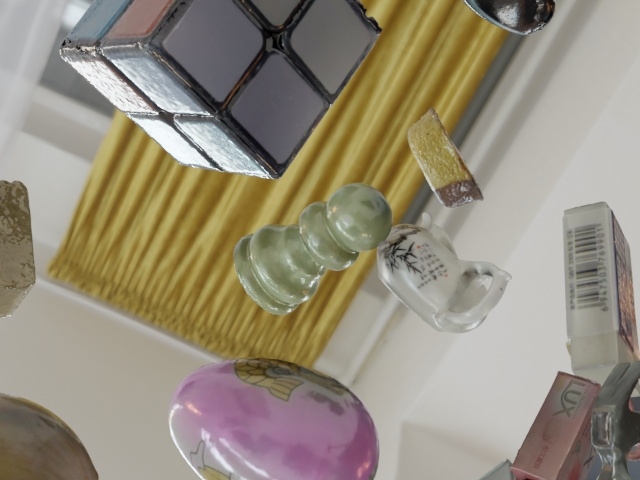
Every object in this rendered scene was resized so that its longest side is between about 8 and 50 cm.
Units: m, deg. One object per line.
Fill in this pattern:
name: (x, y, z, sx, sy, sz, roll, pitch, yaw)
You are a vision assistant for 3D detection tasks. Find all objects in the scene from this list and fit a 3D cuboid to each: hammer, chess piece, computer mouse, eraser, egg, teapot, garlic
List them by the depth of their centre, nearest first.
hammer: (0.352, 0.165, 0.904, 0.287, 0.111, 0.033, 5, 169, -32)
garlic: (-0.284, 0.223, 0.951, 0.266, 0.149, 0.128, 13, -172, -17)
computer mouse: (0.206, -0.338, 1.241, 0.233, 0.096, 0.137, 37, -146, -45)
egg: (-0.060, 0.244, 1.244, 0.271, 0.196, 0.196, 8, -157, 6)
eraser: (0.424, 0.091, 1.525, 0.124, 0.081, 0.279, 46, -140, -46)
chess piece: (0.000, 0.000, 1.562, 0.144, 0.251, 0.144, 33, -140, -33)
teapot: (0.196, 0.058, 1.597, 0.208, 0.166, 0.299, 53, 169, -27)

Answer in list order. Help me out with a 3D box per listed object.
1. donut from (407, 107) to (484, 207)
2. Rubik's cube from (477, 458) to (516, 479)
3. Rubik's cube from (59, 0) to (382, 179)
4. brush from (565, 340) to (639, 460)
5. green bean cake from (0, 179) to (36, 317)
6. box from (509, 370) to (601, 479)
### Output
donut: (0.246, -0.143, 1.992, 0.217, 0.085, 0.141, 57, -169, -25)
Rubik's cube: (0.260, 0.476, 1.399, 0.221, 0.231, 0.224, 55, -174, 34)
Rubik's cube: (-0.157, -0.312, 1.580, 0.318, 0.313, 0.316, 12, 154, 52)
brush: (0.511, 0.270, 1.748, 0.103, 0.047, 0.233, 4, -127, -20)
green bean cake: (-0.465, 0.009, 1.428, 0.085, 0.109, 0.179, 10, -123, -38)
box: (0.291, 0.248, 1.209, 0.060, 0.156, 0.111, 17, 152, 33)
